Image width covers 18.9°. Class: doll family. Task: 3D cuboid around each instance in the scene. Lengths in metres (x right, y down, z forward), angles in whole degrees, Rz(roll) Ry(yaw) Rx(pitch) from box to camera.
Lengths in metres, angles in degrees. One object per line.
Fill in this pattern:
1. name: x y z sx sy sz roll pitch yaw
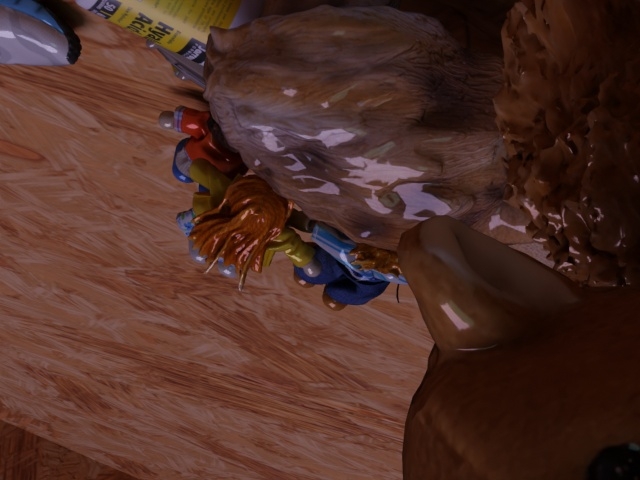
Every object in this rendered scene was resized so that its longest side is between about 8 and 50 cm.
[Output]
1. doll family: 0.000 0.000 1.296 0.263 0.118 0.163 23 163 -10

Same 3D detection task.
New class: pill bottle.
1. pill bottle: -0.070 -0.133 1.043 0.116 0.065 0.065 24 163 -18

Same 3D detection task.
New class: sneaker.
1. sneaker: -0.246 -0.126 1.238 0.190 0.083 0.071 13 161 17

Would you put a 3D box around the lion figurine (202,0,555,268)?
1. lion figurine: 0.103 -0.014 1.074 0.240 0.142 0.392 -2 149 22

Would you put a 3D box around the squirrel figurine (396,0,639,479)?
1. squirrel figurine: 0.193 0.034 0.705 0.370 0.397 0.281 -14 128 -8

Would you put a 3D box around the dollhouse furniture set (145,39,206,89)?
1. dollhouse furniture set: -0.030 -0.100 1.182 0.151 0.058 0.076 34 177 20
